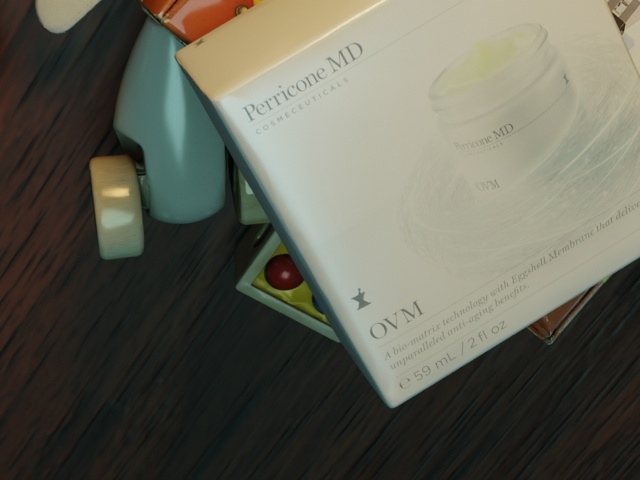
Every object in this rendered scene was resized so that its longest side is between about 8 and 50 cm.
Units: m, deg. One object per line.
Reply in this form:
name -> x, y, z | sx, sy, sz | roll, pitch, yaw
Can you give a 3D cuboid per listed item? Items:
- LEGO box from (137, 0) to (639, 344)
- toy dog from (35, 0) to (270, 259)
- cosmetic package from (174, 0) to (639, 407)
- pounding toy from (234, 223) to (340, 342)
LEGO box -> 0.166, -0.244, 1.049 | 0.372, 0.193, 0.500 | 38, 95, -23
toy dog -> -0.118, -0.151, 1.196 | 0.220, 0.161, 0.334 | 11, 104, -19
cosmetic package -> 0.070, -0.064, 0.904 | 0.224, 0.138, 0.225 | -32, 111, -3
pounding toy -> 0.000, 0.000, 1.297 | 0.130, 0.100, 0.141 | 28, 114, -18
